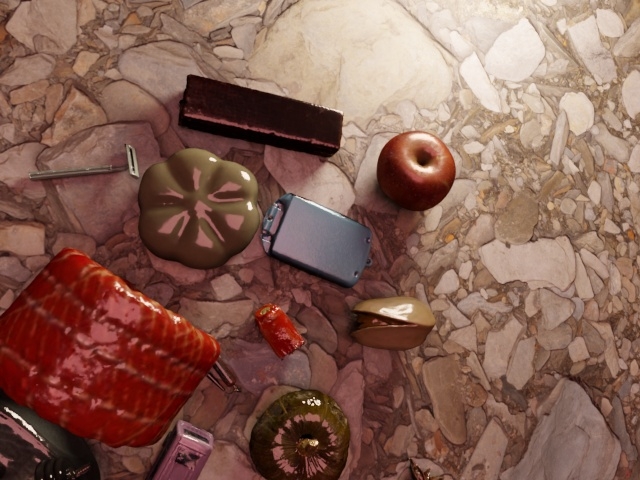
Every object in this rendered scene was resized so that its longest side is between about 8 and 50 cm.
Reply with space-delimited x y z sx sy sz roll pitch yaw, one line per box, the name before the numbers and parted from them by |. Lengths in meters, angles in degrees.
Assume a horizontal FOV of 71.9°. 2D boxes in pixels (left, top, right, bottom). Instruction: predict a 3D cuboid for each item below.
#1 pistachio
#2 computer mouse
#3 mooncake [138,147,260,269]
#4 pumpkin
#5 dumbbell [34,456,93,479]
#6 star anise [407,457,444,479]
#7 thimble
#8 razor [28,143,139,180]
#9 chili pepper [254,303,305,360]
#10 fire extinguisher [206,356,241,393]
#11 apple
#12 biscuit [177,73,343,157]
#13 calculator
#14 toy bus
pistachio | 0.171 0.198 1.059 0.206 0.131 0.129 2 75 -13
computer mouse | -0.580 0.394 0.802 0.374 0.114 0.203 43 76 -11
mooncake | -0.259 -0.069 0.952 0.275 0.135 0.274 2 83 -13
pumpkin | -0.032 0.433 0.951 0.219 0.162 0.218 3 79 -15
dumbbell | -0.479 0.428 0.720 0.209 0.099 0.099 -27 92 -18
star anise | 0.240 0.611 1.067 0.124 0.056 0.129 30 61 -10
thimble | -0.378 0.188 0.783 0.350 0.350 0.230 38 72 -10
razor | -0.501 -0.149 0.939 0.211 0.036 0.084 -12 63 -13
chili pepper | -0.096 0.201 1.006 0.123 0.073 0.070 57 30 -7
fire extinguisher | -0.217 0.305 0.973 0.046 0.032 0.100 -35 89 -29
apple | 0.235 -0.170 1.110 0.201 0.162 0.201 3 74 -10
biscuit | -0.135 -0.290 1.047 0.389 0.073 0.107 8 80 -16
calculator | 0.000 0.000 1.067 0.293 0.051 0.172 24 76 -14
toy bus | -0.297 0.479 0.886 0.096 0.108 0.198 31 76 -12
